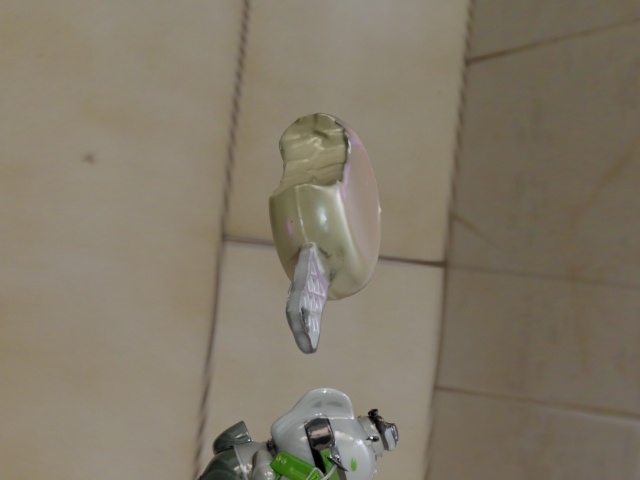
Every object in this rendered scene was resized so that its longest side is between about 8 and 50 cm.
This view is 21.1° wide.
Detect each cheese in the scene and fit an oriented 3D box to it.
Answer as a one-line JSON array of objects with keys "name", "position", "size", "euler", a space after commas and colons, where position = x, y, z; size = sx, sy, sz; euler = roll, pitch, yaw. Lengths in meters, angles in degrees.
[{"name": "cheese", "position": [0.000, 0.000, 1.610], "size": [0.082, 0.286, 0.163], "euler": [-12, 120, 15]}]

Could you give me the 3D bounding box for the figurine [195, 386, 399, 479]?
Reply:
[{"name": "figurine", "position": [-0.019, 0.205, 1.533], "size": [0.192, 0.126, 0.147], "euler": [-24, 142, -7]}]
